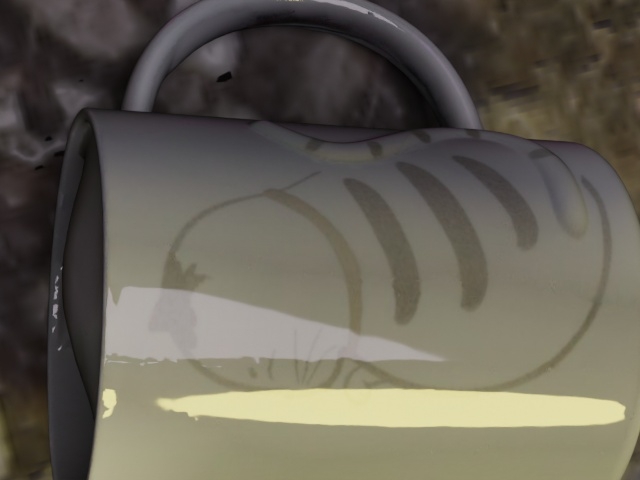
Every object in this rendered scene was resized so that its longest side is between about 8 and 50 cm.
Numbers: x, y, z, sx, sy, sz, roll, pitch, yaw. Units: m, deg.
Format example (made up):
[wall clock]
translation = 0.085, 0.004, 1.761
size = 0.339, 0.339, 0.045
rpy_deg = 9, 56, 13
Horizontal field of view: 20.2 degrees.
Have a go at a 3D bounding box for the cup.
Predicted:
[cup]
translation = 0.002, 0.002, 0.437
size = 0.133, 0.099, 0.136
rpy_deg = 3, 91, -14
